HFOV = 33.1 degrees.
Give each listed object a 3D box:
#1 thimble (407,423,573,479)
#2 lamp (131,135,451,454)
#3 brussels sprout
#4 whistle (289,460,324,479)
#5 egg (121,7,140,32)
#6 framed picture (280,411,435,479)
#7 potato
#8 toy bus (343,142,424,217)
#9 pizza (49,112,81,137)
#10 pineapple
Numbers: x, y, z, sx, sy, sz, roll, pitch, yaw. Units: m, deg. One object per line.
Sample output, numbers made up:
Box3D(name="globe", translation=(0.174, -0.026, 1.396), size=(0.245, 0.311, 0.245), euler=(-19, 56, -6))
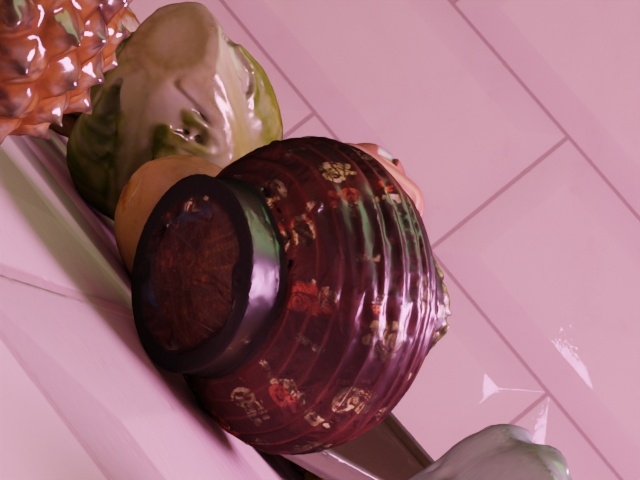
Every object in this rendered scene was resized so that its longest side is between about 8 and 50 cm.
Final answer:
Box3D(name="thimble", translation=(0.084, 0.188, 0.428), size=(0.185, 0.149, 0.211), euler=(55, -4, -23))
Box3D(name="lamp", translation=(-0.014, 0.040, 0.813), size=(0.247, 0.247, 0.247), euler=(51, -4, 4))
Box3D(name="brussels sprout", translation=(-0.151, -0.123, 1.160), size=(0.219, 0.210, 0.271), euler=(21, -35, 5))
Box3D(name="whistle", translation=(0.007, 0.245, 1.106), size=(0.057, 0.046, 0.109), euler=(66, 10, 29))
Box3D(name="egg", translation=(-0.330, -0.253, 1.480), size=(0.195, 0.195, 0.233), euler=(52, 1, -9))
Box3D(name="framed picture", translation=(-0.004, 0.176, 1.169), size=(0.326, 0.028, 0.446), euler=(33, 3, -22))
Box3D(name="potato", translation=(-0.098, 0.013, 1.010), size=(0.234, 0.146, 0.150), euler=(35, 5, 34))
Box3D(name="toy bus", translation=(0.000, 0.000, 1.221), size=(0.194, 0.232, 0.288), euler=(31, -20, -10))
Box3D(name="pizza", translation=(-0.258, -0.154, 1.310), size=(0.271, 0.134, 0.056), euler=(28, 57, -42))
Box3D(name="pineapple", translation=(-0.168, -0.123, 0.495), size=(0.166, 0.166, 0.193), euler=(51, -2, -3))
